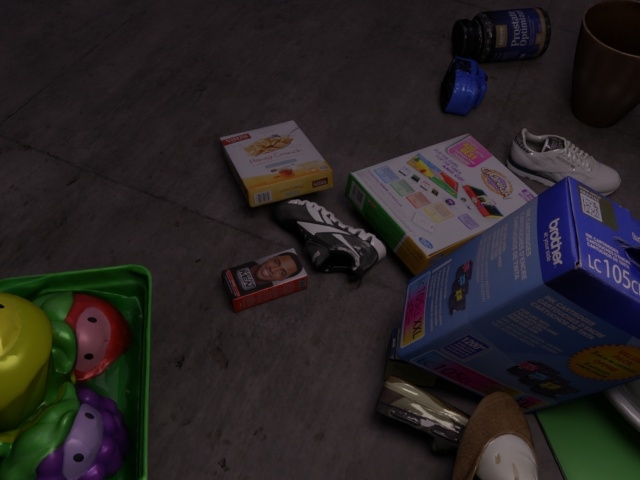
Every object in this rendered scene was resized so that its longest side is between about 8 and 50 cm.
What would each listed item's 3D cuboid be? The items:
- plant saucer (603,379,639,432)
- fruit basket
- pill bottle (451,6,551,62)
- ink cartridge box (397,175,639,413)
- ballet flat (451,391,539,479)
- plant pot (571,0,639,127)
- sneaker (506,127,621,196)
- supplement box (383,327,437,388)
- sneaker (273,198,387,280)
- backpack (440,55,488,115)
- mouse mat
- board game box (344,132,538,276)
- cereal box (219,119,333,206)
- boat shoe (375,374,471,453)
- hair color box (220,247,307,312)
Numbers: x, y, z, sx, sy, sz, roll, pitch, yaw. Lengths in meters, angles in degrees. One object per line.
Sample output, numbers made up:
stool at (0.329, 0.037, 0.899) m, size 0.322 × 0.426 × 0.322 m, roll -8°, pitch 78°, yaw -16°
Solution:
plant saucer at (0.612, 0.199, 0.998) m, size 0.399 × 0.101 × 0.401 m, roll 1°, pitch 51°, yaw -1°
fruit basket at (-0.372, 0.177, 0.815) m, size 0.282 × 0.392 × 0.392 m, roll -6°, pitch 52°, yaw -7°
pill bottle at (0.447, -0.510, 1.537) m, size 0.219 × 0.123 × 0.123 m, roll -8°, pitch 52°, yaw -8°
ink cartridge box at (0.331, 0.085, 0.842) m, size 0.269 × 0.395 × 0.151 m, roll 26°, pitch 50°, yaw -19°
ballet flat at (0.216, 0.358, 0.796) m, size 0.116 × 0.124 × 0.343 m, roll 32°, pitch 69°, yaw -5°
plant pot at (0.653, -0.372, 1.366) m, size 0.215 × 0.231 × 0.216 m, roll 1°, pitch 52°, yaw -1°
sneaker at (0.511, -0.161, 1.283) m, size 0.234 × 0.095 × 0.090 m, roll 17°, pitch 51°, yaw 9°
supplement box at (0.149, 0.191, 0.998) m, size 0.083 × 0.083 × 0.056 m, roll 7°, pitch 52°, yaw 4°
sneaker at (0.000, 0.000, 1.147) m, size 0.234 × 0.078 × 0.106 m, roll 27°, pitch 53°, yaw 16°
backpack at (0.332, -0.352, 1.425) m, size 0.101 × 0.098 × 0.120 m, roll 12°, pitch 51°, yaw 3°
mouse mat at (0.432, 0.321, 0.956) m, size 0.152 × 0.007 × 0.190 m, roll -9°, pitch 54°, yaw -9°
board game box at (0.244, -0.080, 1.201) m, size 0.316 × 0.064 × 0.242 m, roll -20°, pitch 55°, yaw -27°
cereal box at (-0.095, -0.163, 1.255) m, size 0.172 × 0.048 × 0.240 m, roll -16°, pitch 39°, yaw -15°
boat shoe at (0.187, 0.286, 0.937) m, size 0.223 × 0.080 × 0.074 m, roll 30°, pitch 85°, yaw 5°
hair color box at (-0.101, 0.070, 1.110) m, size 0.141 × 0.043 × 0.072 m, roll -18°, pitch 54°, yaw -16°
